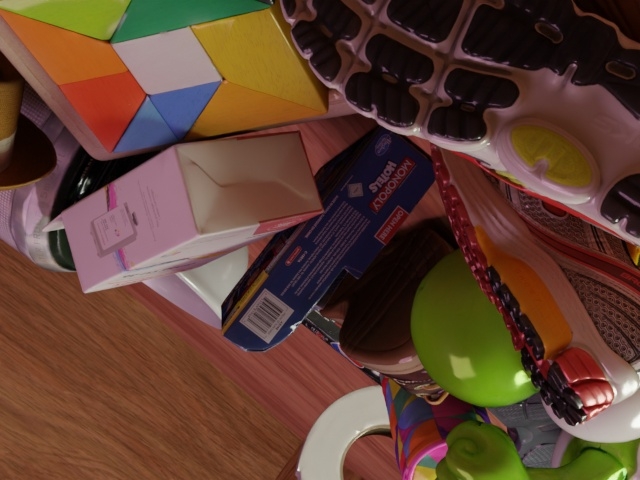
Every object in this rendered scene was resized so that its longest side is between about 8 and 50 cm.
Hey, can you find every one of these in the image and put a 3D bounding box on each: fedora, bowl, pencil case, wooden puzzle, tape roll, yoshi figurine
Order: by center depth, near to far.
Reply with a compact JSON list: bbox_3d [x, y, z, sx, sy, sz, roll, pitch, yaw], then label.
[{"bbox_3d":[-0.089,-0.119,0.703,0.221,0.044,0.238,-9,152,16],"label":"wooden puzzle"},{"bbox_3d":[-0.267,-0.108,0.790,0.194,0.079,0.194,21,-157,-10],"label":"fedora"},{"bbox_3d":[0.170,0.127,0.798,0.203,0.203,0.362,-107,-3,-59],"label":"yoshi figurine"},{"bbox_3d":[0.115,0.165,1.099,0.104,0.104,0.236,41,-162,-17],"label":"pencil case"},{"bbox_3d":[-0.186,-0.037,1.314,0.298,0.134,0.298,35,167,9],"label":"bowl"},{"bbox_3d":[0.088,0.342,1.697,0.246,0.246,0.169,35,168,6],"label":"tape roll"}]

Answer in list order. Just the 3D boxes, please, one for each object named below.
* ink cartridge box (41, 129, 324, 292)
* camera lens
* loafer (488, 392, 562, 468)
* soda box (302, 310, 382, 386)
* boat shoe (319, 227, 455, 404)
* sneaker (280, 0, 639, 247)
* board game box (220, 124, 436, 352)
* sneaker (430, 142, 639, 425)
[{"bbox_3d":[-0.107,-0.015,0.843,0.198,0.115,0.067,-22,83,47],"label":"ink cartridge box"},{"bbox_3d":[-0.254,-0.120,1.001,0.274,0.219,0.219,33,167,16],"label":"camera lens"},{"bbox_3d":[0.207,0.136,1.037,0.109,0.095,0.302,-14,149,14],"label":"loafer"},{"bbox_3d":[0.048,0.119,1.421,0.169,0.060,0.053,38,166,-7],"label":"soda box"},{"bbox_3d":[0.088,0.072,0.987,0.123,0.123,0.342,37,175,-8],"label":"boat shoe"},{"bbox_3d":[0.098,-0.065,0.547,0.279,0.107,0.118,37,-178,16],"label":"sneaker"},{"bbox_3d":[0.000,0.000,0.923,0.060,0.194,0.194,38,-178,-6],"label":"board game box"},{"bbox_3d":[0.126,-0.003,0.631,0.088,0.093,0.225,67,179,-49],"label":"sneaker"}]
